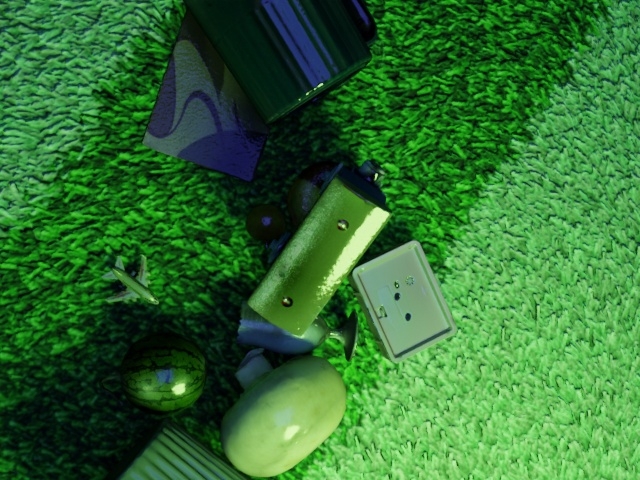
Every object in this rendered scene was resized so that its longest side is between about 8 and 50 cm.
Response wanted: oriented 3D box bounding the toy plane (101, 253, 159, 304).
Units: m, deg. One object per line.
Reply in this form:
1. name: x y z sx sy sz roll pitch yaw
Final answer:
1. toy plane: -0.333 0.078 1.309 0.111 0.040 0.102 39 83 -9

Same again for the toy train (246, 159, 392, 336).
1. toy train: 0.000 0.000 1.232 0.131 0.202 0.300 34 110 -4

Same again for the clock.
1. clock: 0.152 0.116 1.398 0.150 0.063 0.197 -25 93 -11

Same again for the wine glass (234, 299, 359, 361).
1. wine glass: -0.042 0.159 1.338 0.222 0.103 0.103 9 87 -10

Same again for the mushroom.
1. mushroom: -0.072 0.283 1.268 0.246 0.246 0.202 -32 73 -11

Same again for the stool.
1. stool: -0.217 0.491 1.206 0.330 0.297 0.297 44 81 -3

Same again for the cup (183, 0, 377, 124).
1. cup: -0.066 -0.385 1.298 0.242 0.308 0.292 -30 96 21

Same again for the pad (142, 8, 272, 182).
1. pad: -0.177 -0.296 1.369 0.219 0.004 0.331 18 85 -11

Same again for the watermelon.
1. watermelon: -0.290 0.233 1.265 0.187 0.140 0.141 -6 90 -6

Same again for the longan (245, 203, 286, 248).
1. longan: -0.100 -0.025 1.344 0.075 0.075 0.083 5 79 -12

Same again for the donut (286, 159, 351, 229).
1. donut: 0.031 -0.064 1.374 0.184 0.073 0.166 43 84 -6
